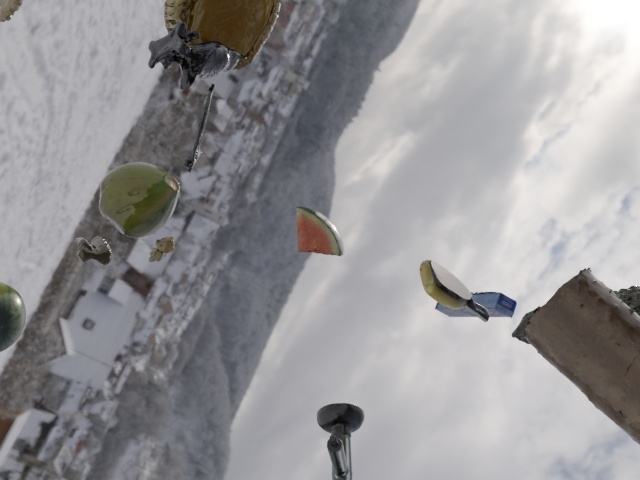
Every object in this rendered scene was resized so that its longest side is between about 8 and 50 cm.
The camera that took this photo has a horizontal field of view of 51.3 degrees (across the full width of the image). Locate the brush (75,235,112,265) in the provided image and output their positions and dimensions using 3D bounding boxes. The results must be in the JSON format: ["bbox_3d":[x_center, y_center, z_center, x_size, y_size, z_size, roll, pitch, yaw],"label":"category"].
[{"bbox_3d":[-0.637,0.014,1.826,0.301,0.084,0.071,19,-77,62],"label":"brush"}]

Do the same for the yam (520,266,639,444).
[{"bbox_3d":[0.397,0.161,0.879,0.128,0.238,0.129,-36,154,-18],"label":"yam"}]

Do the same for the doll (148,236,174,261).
[{"bbox_3d":[-0.428,0.027,1.795,0.093,0.051,0.061,-51,-144,44],"label":"doll"}]

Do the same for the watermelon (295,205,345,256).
[{"bbox_3d":[0.014,-0.016,1.937,0.145,0.193,0.137,3,-122,31],"label":"watermelon"}]

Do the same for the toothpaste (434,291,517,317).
[{"bbox_3d":[0.420,0.179,1.831,0.272,0.066,0.053,-14,-132,64],"label":"toothpaste"}]

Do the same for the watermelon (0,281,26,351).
[{"bbox_3d":[-0.431,0.107,0.862,0.062,0.105,0.105,25,-93,45],"label":"watermelon"}]

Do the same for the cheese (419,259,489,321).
[{"bbox_3d":[0.243,0.097,1.180,0.036,0.163,0.086,-46,-153,24],"label":"cheese"}]

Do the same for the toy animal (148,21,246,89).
[{"bbox_3d":[-0.231,-0.359,1.354,0.121,0.210,0.117,-22,-104,41],"label":"toy animal"}]

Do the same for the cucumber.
[{"bbox_3d":[0.582,0.154,1.401,0.096,0.360,0.096,-12,90,-75],"label":"cucumber"}]

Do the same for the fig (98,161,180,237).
[{"bbox_3d":[-0.561,-0.134,2.110,0.271,0.239,0.239,-11,-145,22],"label":"fig"}]

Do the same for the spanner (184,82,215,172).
[{"bbox_3d":[-0.319,-0.289,1.770,0.325,0.026,0.093,120,-9,-48],"label":"spanner"}]

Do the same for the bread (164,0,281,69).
[{"bbox_3d":[-0.222,-0.519,1.520,0.253,0.227,0.142,-54,-144,3],"label":"bread"}]

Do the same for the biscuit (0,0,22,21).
[{"bbox_3d":[-0.531,-0.483,1.172,0.220,0.033,0.219,-19,-118,39],"label":"biscuit"}]

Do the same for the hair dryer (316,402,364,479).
[{"bbox_3d":[0.078,0.613,2.022,0.320,0.156,0.284,-92,-170,-50],"label":"hair dryer"}]
